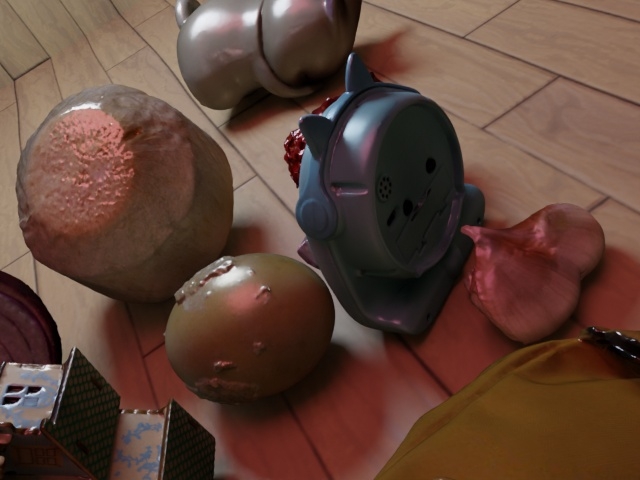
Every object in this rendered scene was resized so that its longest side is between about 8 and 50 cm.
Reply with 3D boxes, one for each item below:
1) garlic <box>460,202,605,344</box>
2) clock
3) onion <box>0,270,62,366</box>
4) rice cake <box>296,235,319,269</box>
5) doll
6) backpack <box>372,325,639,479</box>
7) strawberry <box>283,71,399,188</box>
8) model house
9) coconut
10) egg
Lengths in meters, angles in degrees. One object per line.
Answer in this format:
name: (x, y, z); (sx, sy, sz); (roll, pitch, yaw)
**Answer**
garlic: (0.214, 0.023, 0.681); (0.124, 0.099, 0.174); (32, 67, 35)
clock: (0.073, -0.052, 0.712); (0.094, 0.274, 0.223); (6, 52, 38)
onion: (-0.501, 0.186, 0.837); (0.260, 0.282, 0.336); (-15, 45, 53)
rice cake: (0.000, 0.000, 0.817); (0.206, 0.047, 0.036); (-82, 17, -79)
doll: (-0.105, -0.370, 1.272); (0.371, 0.225, 0.215); (0, 14, 21)
backpack: (0.194, 0.206, 0.353); (0.354, 0.201, 0.378); (-22, 28, -32)
strawberry: (0.052, -0.097, 0.880); (0.187, 0.184, 0.201); (-13, 62, -6)
model house: (-0.204, 0.248, 0.636); (0.207, 0.271, 0.178); (5, 35, -12)
coconut: (-0.269, -0.056, 0.969); (0.329, 0.328, 0.328); (-19, 38, 15)
egg: (-0.078, 0.096, 0.743); (0.202, 0.164, 0.164); (-25, 36, 19)
